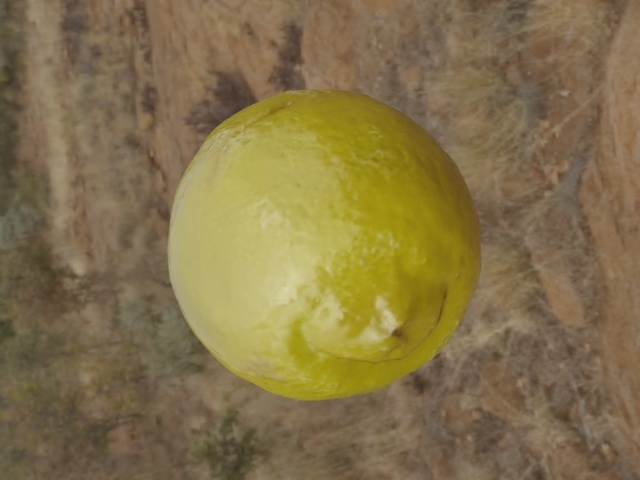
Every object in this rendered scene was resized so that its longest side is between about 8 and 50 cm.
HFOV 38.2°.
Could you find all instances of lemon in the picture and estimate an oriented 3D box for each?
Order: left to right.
[{"bbox_3d":[0.000,0.000,0.978,0.348,0.347,0.348,26,121,57],"label":"lemon"}]
